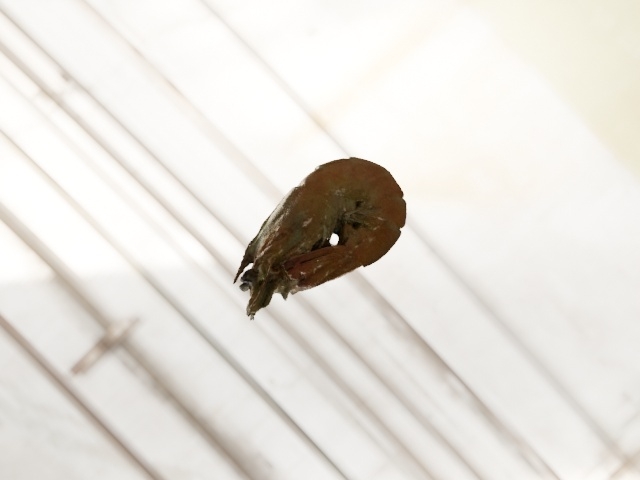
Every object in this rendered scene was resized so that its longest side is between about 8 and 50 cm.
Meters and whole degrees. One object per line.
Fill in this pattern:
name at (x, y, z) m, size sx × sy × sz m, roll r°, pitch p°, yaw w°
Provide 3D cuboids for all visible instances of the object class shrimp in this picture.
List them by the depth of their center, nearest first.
shrimp at (0.000, -0.001, 1.814) m, size 0.115 × 0.217 × 0.051 m, roll 31°, pitch 151°, yaw 24°
